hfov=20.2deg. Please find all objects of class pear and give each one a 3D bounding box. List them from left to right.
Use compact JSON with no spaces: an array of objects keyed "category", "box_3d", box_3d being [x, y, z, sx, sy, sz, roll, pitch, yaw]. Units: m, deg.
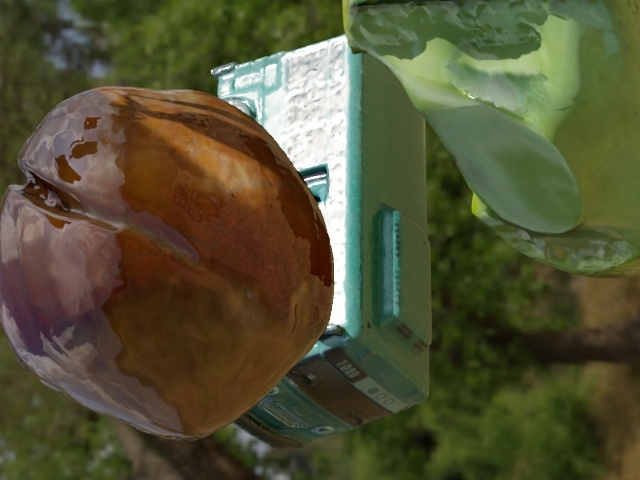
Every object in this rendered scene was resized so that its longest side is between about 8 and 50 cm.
[{"category":"pear","box_3d":[0.157,-0.115,1.041,0.282,0.176,0.286,56,-136,-37]}]

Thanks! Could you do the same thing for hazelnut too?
[{"category":"hazelnut","box_3d":[-0.072,0.009,0.898,0.182,0.182,0.182,5,-90,-85]}]

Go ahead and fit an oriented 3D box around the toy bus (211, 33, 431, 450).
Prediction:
[{"category":"toy bus","box_3d":[0.000,0.000,1.223,0.128,0.147,0.256,41,-138,-50]}]
